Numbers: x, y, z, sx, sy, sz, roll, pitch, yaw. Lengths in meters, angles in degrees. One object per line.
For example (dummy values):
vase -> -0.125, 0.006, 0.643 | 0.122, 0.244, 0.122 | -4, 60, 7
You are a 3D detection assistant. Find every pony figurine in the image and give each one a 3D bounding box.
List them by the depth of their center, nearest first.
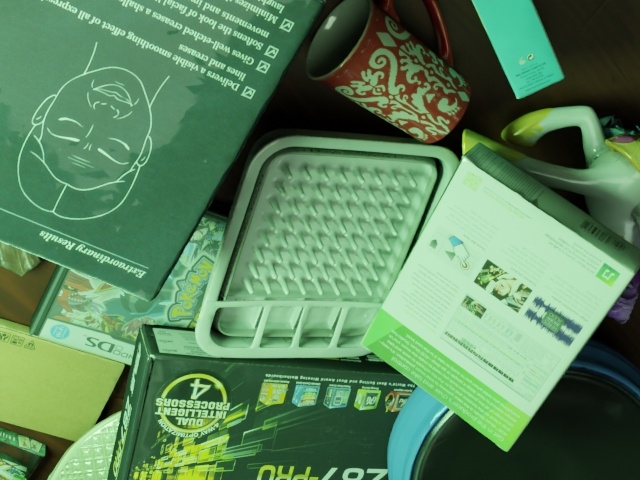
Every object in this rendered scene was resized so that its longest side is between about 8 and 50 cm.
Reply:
pony figurine -> 0.369, -0.011, 1.500 | 0.363, 0.303, 0.351 | -1, 118, 13

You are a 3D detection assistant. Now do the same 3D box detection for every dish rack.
dish rack -> 0.000, 0.000, 1.531 | 0.285, 0.072, 0.333 | 3, 126, -26

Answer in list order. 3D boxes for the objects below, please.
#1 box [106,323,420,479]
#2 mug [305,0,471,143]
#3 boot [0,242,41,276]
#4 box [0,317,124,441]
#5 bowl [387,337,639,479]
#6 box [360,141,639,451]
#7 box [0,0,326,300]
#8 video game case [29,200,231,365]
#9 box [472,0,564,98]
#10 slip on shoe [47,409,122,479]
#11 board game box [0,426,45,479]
box -> -0.079, 0.283, 1.679 | 0.395, 0.097, 0.318 | 7, 115, -21
mug -> 0.094, -0.202, 1.406 | 0.169, 0.113, 0.150 | 31, 118, -28
boot -> -0.359, -0.008, 1.537 | 0.106, 0.037, 0.114 | 0, 123, 10
box -> -0.388, 0.192, 1.686 | 0.201, 0.021, 0.164 | 19, 121, -19
bowl -> 0.287, 0.309, 1.674 | 0.391, 0.077, 0.391 | -2, 112, -6
box -> 0.206, 0.074, 1.468 | 0.232, 0.058, 0.322 | 36, 127, 13
box -> -0.223, -0.185, 1.302 | 0.293, 0.212, 0.395 | 24, 114, -21
video game case -> -0.212, 0.054, 1.598 | 0.248, 0.035, 0.275 | 20, 121, -19
box -> 0.192, -0.283, 1.362 | 0.060, 0.100, 0.244 | -24, 124, 12
slip on shoe -> -0.327, 0.350, 1.762 | 0.123, 0.101, 0.331 | 40, 105, -5
board game box -> -0.535, 0.292, 1.737 | 0.259, 0.030, 0.136 | 27, 120, -23
